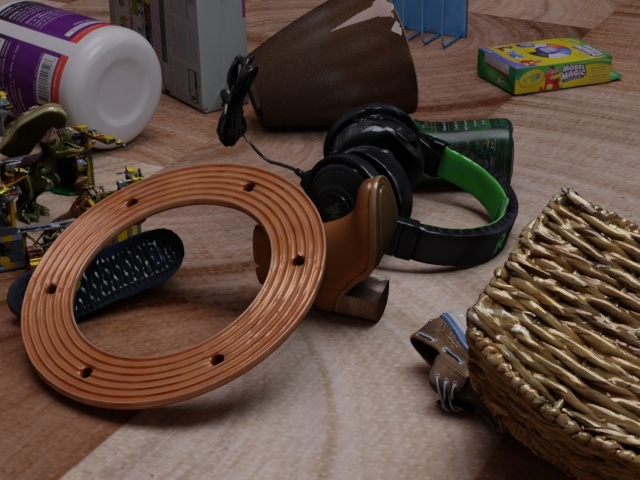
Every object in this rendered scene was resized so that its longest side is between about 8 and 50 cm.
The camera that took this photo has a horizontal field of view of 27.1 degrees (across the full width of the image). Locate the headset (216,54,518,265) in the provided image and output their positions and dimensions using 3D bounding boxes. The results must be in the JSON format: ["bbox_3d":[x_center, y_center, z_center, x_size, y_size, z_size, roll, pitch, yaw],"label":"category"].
[{"bbox_3d":[0.060,-0.102,1.663,0.394,0.185,0.243,17,32,4],"label":"headset"}]

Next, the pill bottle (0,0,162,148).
[{"bbox_3d":[-0.404,-0.260,2.014,0.323,0.182,0.181,22,32,38],"label":"pill bottle"}]

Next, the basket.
[{"bbox_3d":[0.283,0.139,1.194,0.299,0.223,0.213,29,68,21],"label":"basket"}]

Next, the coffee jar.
[{"bbox_3d":[0.170,-0.120,1.825,0.184,0.096,0.079,2,25,1],"label":"coffee jar"}]

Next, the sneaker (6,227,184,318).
[{"bbox_3d":[-0.254,0.046,1.515,0.209,0.069,0.082,-21,-5,-20],"label":"sneaker"}]

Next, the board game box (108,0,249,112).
[{"bbox_3d":[-0.240,-0.362,2.188,0.097,0.224,0.303,-18,31,-33],"label":"board game box"}]

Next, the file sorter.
[{"bbox_3d":[0.177,-0.435,2.484,0.170,0.118,0.104,14,31,27],"label":"file sorter"}]

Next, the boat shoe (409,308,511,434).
[{"bbox_3d":[0.142,0.139,1.315,0.066,0.066,0.183,-21,30,-7],"label":"boat shoe"}]

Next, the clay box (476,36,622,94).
[{"bbox_3d":[0.395,-0.303,2.275,0.222,0.053,0.127,-11,28,-22],"label":"clay box"}]

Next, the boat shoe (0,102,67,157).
[{"bbox_3d":[-0.405,-0.163,1.871,0.056,0.048,0.153,15,-28,-32],"label":"boat shoe"}]

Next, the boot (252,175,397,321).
[{"bbox_3d":[0.000,0.000,1.447,0.152,0.197,0.073,16,39,15],"label":"boot"}]

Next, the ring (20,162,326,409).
[{"bbox_3d":[-0.153,0.045,1.394,0.336,0.032,0.337,-10,44,10],"label":"ring"}]

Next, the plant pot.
[{"bbox_3d":[0.003,-0.262,2.035,0.230,0.215,0.215,-19,28,-8],"label":"plant pot"}]

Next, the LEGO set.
[{"bbox_3d":[-0.361,-0.106,1.669,0.254,0.192,0.331,-7,26,-16],"label":"LEGO set"}]
